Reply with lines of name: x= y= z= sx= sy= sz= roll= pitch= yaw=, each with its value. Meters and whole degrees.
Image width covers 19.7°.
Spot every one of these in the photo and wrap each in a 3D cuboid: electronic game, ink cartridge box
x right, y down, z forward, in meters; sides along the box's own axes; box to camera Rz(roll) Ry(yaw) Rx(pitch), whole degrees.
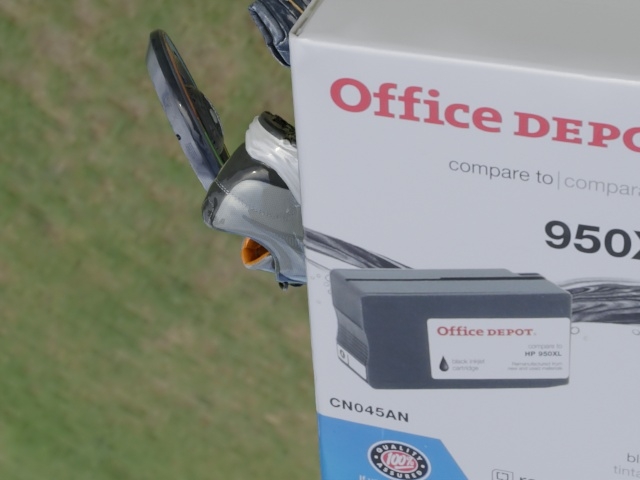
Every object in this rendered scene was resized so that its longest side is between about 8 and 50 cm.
electronic game: x=-0.138 y=-0.135 z=2.086 sx=0.229 sy=0.048 sz=0.229 roll=-25 pitch=-90 yaw=-87
ink cartridge box: x=0.145 y=0.010 z=1.223 sx=0.286 sy=0.166 sz=0.394 roll=9 pitch=127 yaw=18

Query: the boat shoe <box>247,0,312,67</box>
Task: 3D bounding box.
boat shoe: x=0.004 y=-0.187 z=1.875 sx=0.183 sy=0.083 sz=0.065 roll=55 pitch=169 yaw=-8

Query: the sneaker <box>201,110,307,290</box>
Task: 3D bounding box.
sneaker: x=0.000 y=0.000 z=1.494 sx=0.271 sy=0.108 sz=0.100 roll=40 pitch=-175 yaw=-45
